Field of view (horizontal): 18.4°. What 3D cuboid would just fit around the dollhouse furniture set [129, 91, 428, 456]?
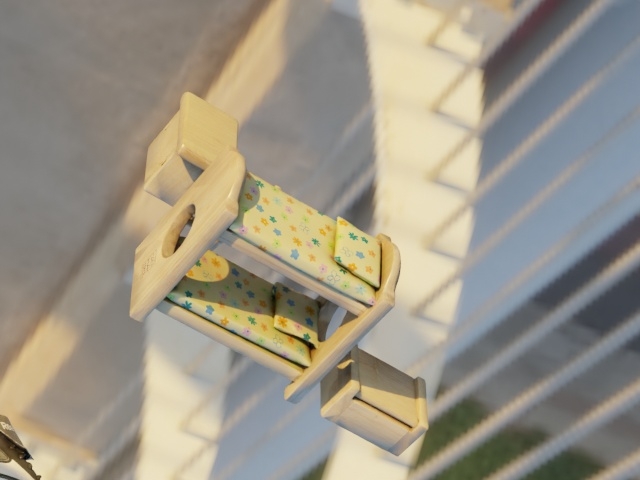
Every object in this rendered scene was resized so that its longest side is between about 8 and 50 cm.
[{"bbox_3d":[0.000,0.000,1.118,0.182,0.161,0.101,29,123,-23],"label":"dollhouse furniture set"}]

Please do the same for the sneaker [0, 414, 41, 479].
[{"bbox_3d":[-0.306,0.222,1.891,0.234,0.106,0.078,23,156,10],"label":"sneaker"}]
